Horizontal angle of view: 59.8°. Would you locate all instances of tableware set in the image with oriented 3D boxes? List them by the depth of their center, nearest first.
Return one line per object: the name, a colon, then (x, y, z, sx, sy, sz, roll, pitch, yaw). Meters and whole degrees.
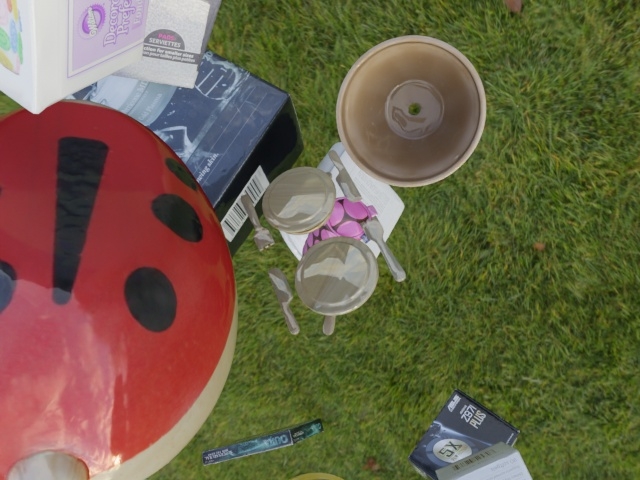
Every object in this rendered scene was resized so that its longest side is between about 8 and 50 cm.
tableware set: (0.000, 0.000, 0.603, 0.128, 0.039, 0.194, -27, 57, 2)

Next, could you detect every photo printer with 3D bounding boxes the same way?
photo printer: (0.052, -0.048, 1.362, 0.256, 0.307, 0.107, 44, 150, -24)

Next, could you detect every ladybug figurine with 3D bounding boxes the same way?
ladybug figurine: (-0.216, 0.008, 0.494, 0.305, 0.449, 0.162, 3, 126, -26)

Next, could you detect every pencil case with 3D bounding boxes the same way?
pencil case: (0.031, -0.005, 1.043, 0.095, 0.098, 0.209, 59, 157, 9)

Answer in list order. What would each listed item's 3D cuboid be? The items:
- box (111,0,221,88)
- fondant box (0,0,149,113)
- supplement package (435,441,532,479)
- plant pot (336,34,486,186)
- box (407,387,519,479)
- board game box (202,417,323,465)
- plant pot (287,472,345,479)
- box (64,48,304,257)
box: (-0.249, -0.285, 0.610, 0.163, 0.247, 0.142, -57, 42, 41)
fondant box: (-0.234, -0.259, 0.280, 0.330, 0.096, 0.238, 36, 137, 6)
supplement package: (0.232, 0.362, 0.694, 0.105, 0.105, 0.179, -25, 75, -1)
plant pot: (0.151, -0.215, 0.928, 0.237, 0.110, 0.237, 4, 109, 13)
box: (0.288, 0.420, 1.123, 0.147, 0.077, 0.180, 32, 69, 28)
board game box: (-0.103, 0.363, 1.004, 0.186, 0.126, 0.026, -21, 75, 21)
plant pot: (0.010, 0.584, 1.087, 0.254, 0.254, 0.239, 41, 150, 6)
box: (-0.366, -0.183, 1.245, 0.472, 0.297, 0.480, 30, 81, 11)
